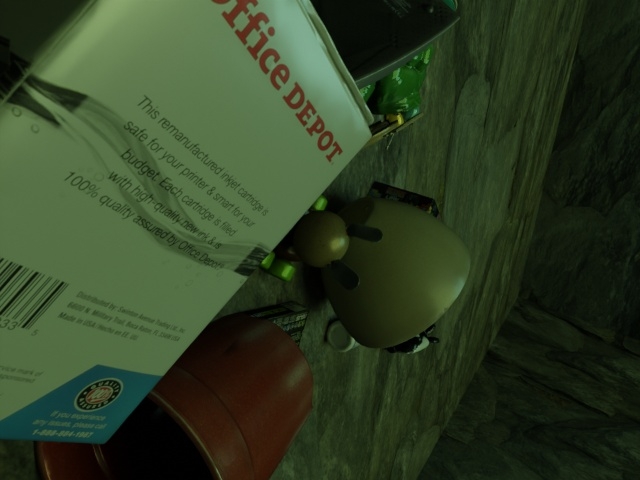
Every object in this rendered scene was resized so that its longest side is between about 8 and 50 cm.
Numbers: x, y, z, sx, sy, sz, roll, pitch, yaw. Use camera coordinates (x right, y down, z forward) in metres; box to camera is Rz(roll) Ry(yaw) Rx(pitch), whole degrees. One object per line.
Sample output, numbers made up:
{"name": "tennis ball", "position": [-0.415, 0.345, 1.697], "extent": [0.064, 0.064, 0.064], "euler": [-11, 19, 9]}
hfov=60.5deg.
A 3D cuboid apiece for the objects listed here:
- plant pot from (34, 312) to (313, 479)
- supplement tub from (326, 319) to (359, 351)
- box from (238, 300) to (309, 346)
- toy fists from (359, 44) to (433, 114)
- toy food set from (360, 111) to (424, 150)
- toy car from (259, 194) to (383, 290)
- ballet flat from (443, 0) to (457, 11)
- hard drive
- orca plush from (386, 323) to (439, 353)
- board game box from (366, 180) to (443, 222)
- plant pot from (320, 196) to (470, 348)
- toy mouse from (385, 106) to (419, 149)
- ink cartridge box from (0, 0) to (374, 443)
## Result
{"name": "plant pot", "position": [-0.152, 0.232, 0.694], "extent": [0.265, 0.272, 0.273], "euler": [-29, 133, -61]}
{"name": "supplement tub", "position": [0.067, 0.208, 1.239], "extent": [0.107, 0.071, 0.071], "euler": [-5, 113, -59]}
{"name": "box", "position": [-0.103, 0.209, 0.968], "extent": [0.190, 0.045, 0.184], "euler": [-4, 114, -61]}
{"name": "toy fists", "position": [0.068, -0.260, 0.857], "extent": [0.279, 0.096, 0.142], "euler": [-25, 125, -30]}
{"name": "toy food set", "position": [0.069, -0.176, 0.913], "extent": [0.132, 0.192, 0.039], "euler": [-39, 104, -46]}
{"name": "toy car", "position": [0.000, 0.000, 0.854], "extent": [0.155, 0.188, 0.149], "euler": [-64, 152, -8]}
{"name": "ballet flat", "position": [0.233, -0.498, 1.077], "extent": [0.168, 0.057, 0.053], "euler": [1, 98, -61]}
{"name": "hard drive", "position": [0.053, -0.296, 0.756], "extent": [0.254, 0.172, 0.054], "euler": [-36, 167, -25]}
{"name": "orca plush", "position": [0.277, 0.261, 1.618], "extent": [0.287, 0.151, 0.102], "euler": [-2, 79, -57]}
{"name": "board game box", "position": [0.193, -0.055, 1.208], "extent": [0.048, 0.141, 0.170], "euler": [-61, 151, -12]}
{"name": "plant pot", "position": [0.106, 0.029, 1.029], "extent": [0.191, 0.284, 0.284], "euler": [47, 62, -22]}
{"name": "toy mouse", "position": [0.183, -0.290, 1.149], "extent": [0.143, 0.031, 0.161], "euler": [-48, 145, -35]}
{"name": "ink cartridge box", "position": [-0.173, -0.048, 0.437], "extent": [0.395, 0.166, 0.285], "euler": [-48, 150, -2]}
